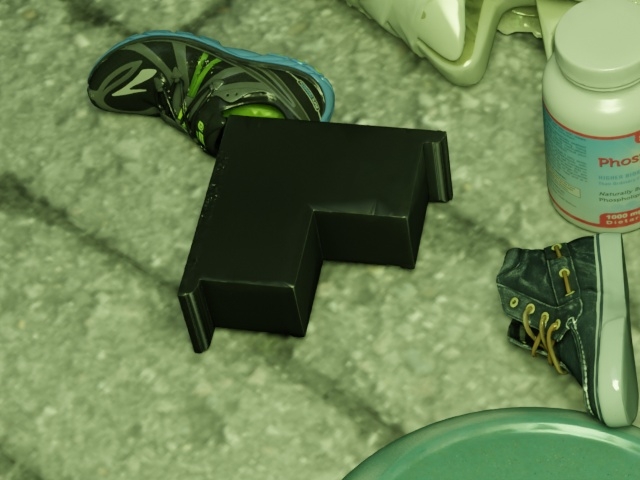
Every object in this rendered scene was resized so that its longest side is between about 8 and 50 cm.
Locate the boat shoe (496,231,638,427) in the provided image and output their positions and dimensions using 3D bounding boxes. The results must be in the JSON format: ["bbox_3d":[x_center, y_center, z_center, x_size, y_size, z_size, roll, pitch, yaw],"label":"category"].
[{"bbox_3d":[0.157,0.061,1.229,0.083,0.065,0.183,-8,29,11],"label":"boat shoe"}]

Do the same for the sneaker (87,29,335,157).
[{"bbox_3d":[-0.085,-0.103,1.408,0.188,0.067,0.078,10,49,13],"label":"sneaker"}]

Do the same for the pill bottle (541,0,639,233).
[{"bbox_3d":[0.192,-0.084,1.287,0.087,0.160,0.087,-5,52,6],"label":"pill bottle"}]

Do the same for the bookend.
[{"bbox_3d":[0.000,0.000,1.311,0.157,0.072,0.156,4,54,12],"label":"bookend"}]

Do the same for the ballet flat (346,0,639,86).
[{"bbox_3d":[0.155,-0.171,1.389,0.409,0.147,0.147,8,54,15],"label":"ballet flat"}]

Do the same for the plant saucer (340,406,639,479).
[{"bbox_3d":[0.132,0.214,1.112,0.317,0.044,0.317,0,48,0],"label":"plant saucer"}]
